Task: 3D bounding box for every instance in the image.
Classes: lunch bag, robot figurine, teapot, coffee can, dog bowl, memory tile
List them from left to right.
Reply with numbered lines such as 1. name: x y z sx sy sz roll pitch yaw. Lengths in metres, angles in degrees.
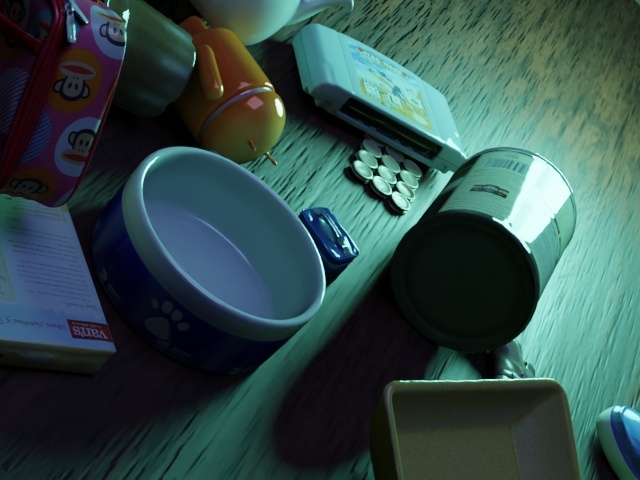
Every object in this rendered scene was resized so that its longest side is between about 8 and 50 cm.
1. lunch bag: -0.317 -0.197 1.534 0.120 0.258 0.293 14 15 -42
2. dog bowl: -0.129 0.022 1.703 0.265 0.104 0.265 30 33 -23
3. robot figurine: -0.131 -0.191 1.938 0.128 0.158 0.219 -23 68 -34
4. teapot: -0.100 -0.410 2.028 0.252 0.187 0.256 60 15 13
5. lunch bag: 0.000 0.000 1.917 0.067 0.065 0.098 -11 61 -54
6. memory tile: 0.100 -0.104 2.213 0.113 0.012 0.148 38 30 -9
7. coffee can: 0.234 0.007 2.049 0.201 0.201 0.275 44 30 0

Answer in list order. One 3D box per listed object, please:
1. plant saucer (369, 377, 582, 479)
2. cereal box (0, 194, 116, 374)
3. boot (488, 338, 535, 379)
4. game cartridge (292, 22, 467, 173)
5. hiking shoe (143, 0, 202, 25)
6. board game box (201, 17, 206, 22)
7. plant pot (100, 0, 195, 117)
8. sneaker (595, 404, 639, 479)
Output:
1. plant saucer: 0.175 0.324 1.629 0.333 0.081 0.332 5 72 -46
2. cereal box: -0.323 0.026 1.527 0.173 0.047 0.240 11 44 -42
3. boot: 0.253 0.174 2.025 0.118 0.042 0.087 42 33 -1
4. game cartridge: 0.094 -0.227 2.304 0.297 0.062 0.198 25 35 -28
5. hiking shoe: -0.236 -0.348 2.018 0.227 0.114 0.086 7 47 -46
6. board game box: -0.268 -0.464 2.181 0.305 0.053 0.193 35 32 -15
7. plant pot: -0.255 -0.241 1.834 0.165 0.167 0.167 26 34 -39
8. sneaker: 0.562 0.309 2.028 0.322 0.236 0.130 53 32 14
